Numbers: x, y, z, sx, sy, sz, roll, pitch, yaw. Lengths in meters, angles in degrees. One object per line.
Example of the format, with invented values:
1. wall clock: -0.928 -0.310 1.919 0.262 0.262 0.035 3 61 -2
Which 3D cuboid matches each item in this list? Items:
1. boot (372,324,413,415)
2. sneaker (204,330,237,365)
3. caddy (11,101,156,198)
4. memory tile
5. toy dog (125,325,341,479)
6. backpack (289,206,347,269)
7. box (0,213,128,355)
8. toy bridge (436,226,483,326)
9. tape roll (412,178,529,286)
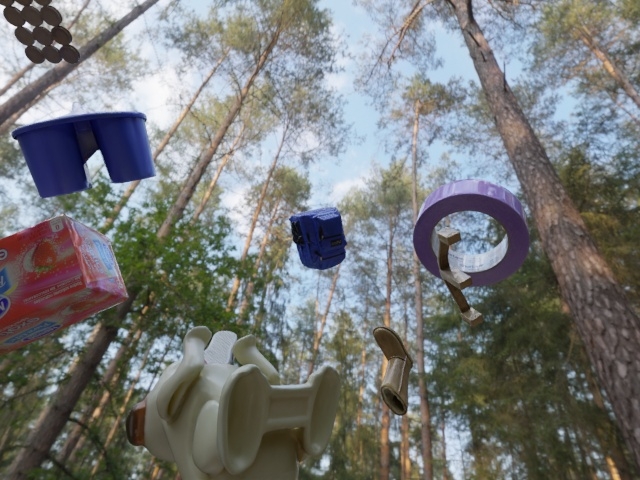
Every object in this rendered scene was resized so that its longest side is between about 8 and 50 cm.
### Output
1. boot: 0.263 0.470 1.568 0.089 0.269 0.236 -39 -86 27
2. sneaker: -0.370 0.442 1.467 0.126 0.321 0.127 13 -76 6
3. caddy: -0.487 -0.199 0.889 0.241 0.341 0.179 -18 -76 -24
4. memory tile: -0.549 -0.418 0.818 0.113 0.012 0.148 0 -43 4
5. toy dog: -0.203 0.374 0.857 0.408 0.395 0.284 0 -4 42
6. backpack: 0.000 0.000 0.843 0.098 0.101 0.120 -14 -80 -27
7. box: -0.523 0.093 0.729 0.300 0.142 0.154 -24 -13 -6
8. toy bridge: 0.228 0.061 0.710 0.026 0.063 0.188 -27 -66 -9
9. tape roll: 0.381 -0.015 1.078 0.275 0.090 0.274 11 -56 16
